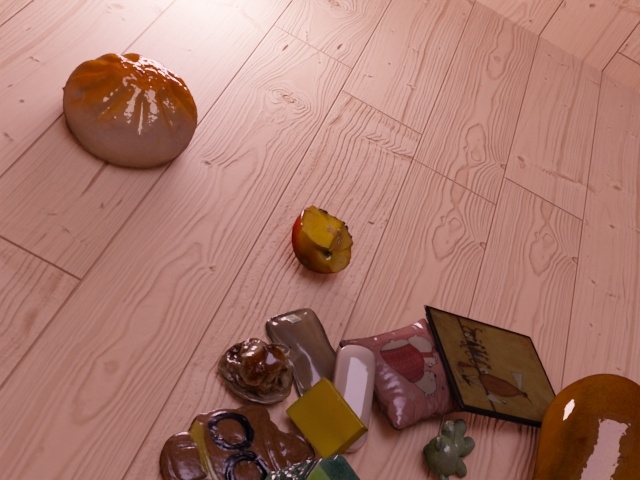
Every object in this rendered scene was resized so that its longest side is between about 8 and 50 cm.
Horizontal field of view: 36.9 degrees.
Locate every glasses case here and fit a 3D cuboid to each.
[{"bbox_3d":[0.057,0.295,1.805,0.081,0.051,0.204,14,63,-6],"label":"glasses case"}]

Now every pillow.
[{"bbox_3d":[-0.018,0.227,1.873,0.130,0.033,0.218,-15,59,-31],"label":"pillow"},{"bbox_3d":[0.176,0.264,1.916,0.236,0.084,0.223,-9,54,-39],"label":"pillow"}]

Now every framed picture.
[{"bbox_3d":[0.373,0.273,2.019,0.338,0.014,0.255,19,40,-35],"label":"framed picture"}]

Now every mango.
[{"bbox_3d":[0.543,0.430,1.877,0.264,0.221,0.378,41,52,5],"label":"mango"}]

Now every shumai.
[{"bbox_3d":[-0.102,0.228,1.760,0.145,0.116,0.146,16,42,-15],"label":"shumai"}]

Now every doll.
[{"bbox_3d":[0.247,0.401,1.845,0.150,0.077,0.115,-20,99,-54],"label":"doll"}]

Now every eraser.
[{"bbox_3d":[0.012,0.326,1.738,0.122,0.097,0.045,50,0,27],"label":"eraser"}]

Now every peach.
[{"bbox_3d":[-0.007,0.003,2.043,0.151,0.118,0.151,22,63,-52],"label":"peach"}]

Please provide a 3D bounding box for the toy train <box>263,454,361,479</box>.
[{"bbox_3d":[-0.026,0.483,1.470,0.238,0.166,0.299,56,39,-9],"label":"toy train"}]

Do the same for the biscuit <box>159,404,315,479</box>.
[{"bbox_3d":[-0.135,0.378,1.651,0.290,0.041,0.208,-3,52,-33],"label":"biscuit"}]

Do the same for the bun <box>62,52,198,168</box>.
[{"bbox_3d":[-0.405,-0.305,2.074,0.298,0.165,0.299,17,41,-15],"label":"bun"}]
